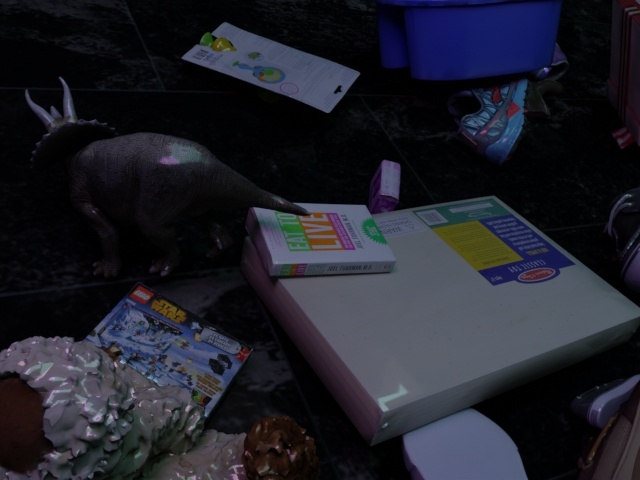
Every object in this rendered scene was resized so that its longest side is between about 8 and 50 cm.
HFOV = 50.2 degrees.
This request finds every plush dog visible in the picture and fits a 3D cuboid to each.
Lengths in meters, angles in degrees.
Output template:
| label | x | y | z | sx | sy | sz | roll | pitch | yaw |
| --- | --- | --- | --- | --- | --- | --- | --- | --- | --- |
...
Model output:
| label | x | y | z | sx | sy | sz | roll | pitch | yaw |
| --- | --- | --- | --- | --- | --- | --- | --- | --- | --- |
| plush dog | -0.119 | 0.180 | 0.474 | 0.225 | 0.262 | 0.210 | 31 | 21 | 1 |

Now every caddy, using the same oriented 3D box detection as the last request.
| label | x | y | z | sx | sy | sz | roll | pitch | yaw |
| --- | --- | --- | --- | --- | --- | --- | --- | --- | --- |
| caddy | 0.252 | -0.390 | 1.173 | 0.341 | 0.179 | 0.241 | -12 | 27 | -19 |

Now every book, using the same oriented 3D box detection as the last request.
| label | x | y | z | sx | sy | sz | roll | pitch | yaw |
| --- | --- | --- | --- | --- | --- | --- | --- | --- | --- |
| book | 0.000 | 0.000 | 0.756 | 0.144 | 0.035 | 0.096 | -1 | 41 | -25 |

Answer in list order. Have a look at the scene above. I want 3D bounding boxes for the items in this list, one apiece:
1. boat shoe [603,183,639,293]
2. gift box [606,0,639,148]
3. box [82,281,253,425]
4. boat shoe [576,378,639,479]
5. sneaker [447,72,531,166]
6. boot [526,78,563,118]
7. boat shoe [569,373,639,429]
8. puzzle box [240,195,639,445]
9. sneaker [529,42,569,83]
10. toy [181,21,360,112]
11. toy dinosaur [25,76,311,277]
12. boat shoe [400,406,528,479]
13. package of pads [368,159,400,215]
| label | x | y | z | sx | sy | sz | roll | pitch | yaw |
| --- | --- | --- | --- | --- | --- | --- | --- | --- | --- |
| boat shoe | 0.491 | -0.017 | 1.045 | 0.119 | 0.121 | 0.335 | 33 | 31 | 21 |
| gift box | 0.672 | -0.310 | 1.269 | 0.255 | 0.258 | 0.276 | -5 | 36 | 14 |
| box | -0.147 | 0.108 | 0.661 | 0.137 | 0.027 | 0.094 | 30 | 43 | 5 |
| boat shoe | 0.311 | 0.226 | 0.687 | 0.123 | 0.123 | 0.342 | 50 | 52 | -9 |
| sneaker | 0.283 | -0.240 | 1.166 | 0.125 | 0.104 | 0.262 | 21 | 42 | -2 |
| boot | 0.428 | -0.267 | 1.310 | 0.106 | 0.037 | 0.114 | 2 | 42 | -5 |
| boat shoe | 0.350 | 0.184 | 0.808 | 0.142 | 0.049 | 0.040 | -7 | 12 | -37 |
| puzzle box | 0.147 | 0.061 | 0.795 | 0.409 | 0.052 | 0.272 | -10 | 40 | -32 |
| sneaker | 0.382 | -0.384 | 1.365 | 0.282 | 0.102 | 0.161 | -1 | 51 | -26 |
| toy | -0.075 | -0.250 | 1.042 | 0.237 | 0.056 | 0.137 | 25 | 45 | 7 |
| toy dinosaur | -0.172 | -0.050 | 0.685 | 0.314 | 0.160 | 0.121 | 12 | 42 | 21 |
| boat shoe | 0.148 | 0.261 | 0.594 | 0.108 | 0.102 | 0.301 | -4 | 27 | -19 |
| package of pads | 0.087 | -0.067 | 0.935 | 0.032 | 0.050 | 0.083 | 18 | 41 | -8 |
